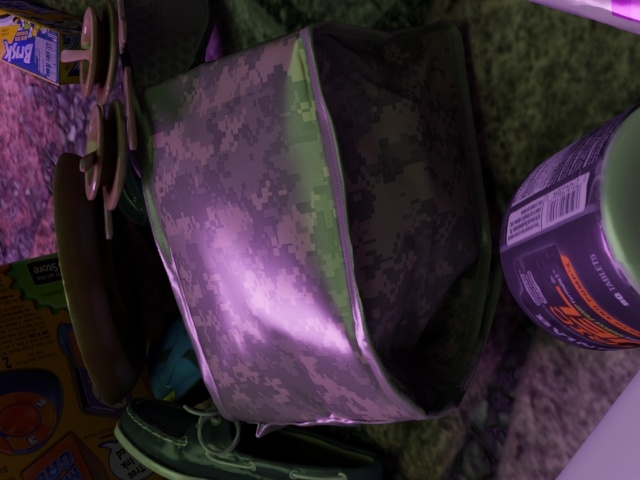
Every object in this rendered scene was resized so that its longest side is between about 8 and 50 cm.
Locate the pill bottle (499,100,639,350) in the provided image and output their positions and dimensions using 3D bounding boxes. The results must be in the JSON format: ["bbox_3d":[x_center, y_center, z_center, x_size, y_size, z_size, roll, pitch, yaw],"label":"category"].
[{"bbox_3d":[0.181,-0.003,0.761,0.246,0.130,0.130,135,117,-80],"label":"pill bottle"}]

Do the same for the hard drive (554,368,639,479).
[{"bbox_3d":[0.207,0.233,0.842,0.233,0.047,0.353,-104,31,-46],"label":"hard drive"}]

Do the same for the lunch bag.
[{"bbox_3d":[0.000,0.000,0.983,0.235,0.169,0.287,-10,88,50],"label":"lunch bag"}]

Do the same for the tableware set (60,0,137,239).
[{"bbox_3d":[-0.183,-0.111,1.065,0.128,0.039,0.194,116,151,-50],"label":"tableware set"}]

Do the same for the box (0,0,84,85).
[{"bbox_3d":[-0.282,-0.201,1.315,0.169,0.059,0.054,26,117,41],"label":"box"}]

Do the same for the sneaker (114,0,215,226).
[{"bbox_3d":[-0.145,-0.123,1.168,0.163,0.086,0.226,121,152,-66],"label":"sneaker"}]

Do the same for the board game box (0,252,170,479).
[{"bbox_3d":[-0.377,0.267,1.322,0.356,0.357,0.356,-41,70,45],"label":"board game box"}]

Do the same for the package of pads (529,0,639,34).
[{"bbox_3d":[0.168,-0.274,0.746,0.229,0.101,0.296,32,126,49],"label":"package of pads"}]

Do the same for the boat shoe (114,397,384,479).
[{"bbox_3d":[-0.063,0.176,1.126,0.255,0.095,0.079,20,114,28],"label":"boat shoe"}]

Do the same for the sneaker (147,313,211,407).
[{"bbox_3d":[-0.098,0.085,1.187,0.209,0.069,0.082,-38,68,46],"label":"sneaker"}]

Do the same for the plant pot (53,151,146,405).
[{"bbox_3d":[-0.196,0.032,1.214,0.236,0.032,0.236,-11,-90,-89],"label":"plant pot"}]
